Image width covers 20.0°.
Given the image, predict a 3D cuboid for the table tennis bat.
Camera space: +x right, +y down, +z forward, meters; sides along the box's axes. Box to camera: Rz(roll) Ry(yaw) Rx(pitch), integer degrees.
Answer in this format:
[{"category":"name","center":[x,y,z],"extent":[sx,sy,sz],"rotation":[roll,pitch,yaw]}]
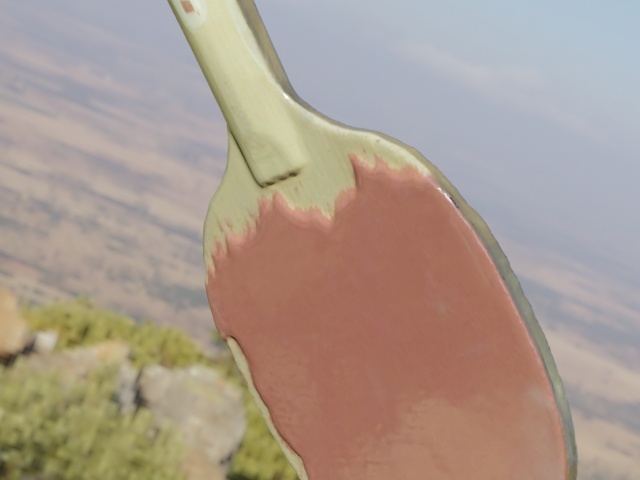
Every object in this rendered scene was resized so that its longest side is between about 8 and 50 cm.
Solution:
[{"category":"table tennis bat","center":[0.000,0.000,0.561],"extent":[0.022,0.234,0.131],"rotation":[-29,5,-42]}]
